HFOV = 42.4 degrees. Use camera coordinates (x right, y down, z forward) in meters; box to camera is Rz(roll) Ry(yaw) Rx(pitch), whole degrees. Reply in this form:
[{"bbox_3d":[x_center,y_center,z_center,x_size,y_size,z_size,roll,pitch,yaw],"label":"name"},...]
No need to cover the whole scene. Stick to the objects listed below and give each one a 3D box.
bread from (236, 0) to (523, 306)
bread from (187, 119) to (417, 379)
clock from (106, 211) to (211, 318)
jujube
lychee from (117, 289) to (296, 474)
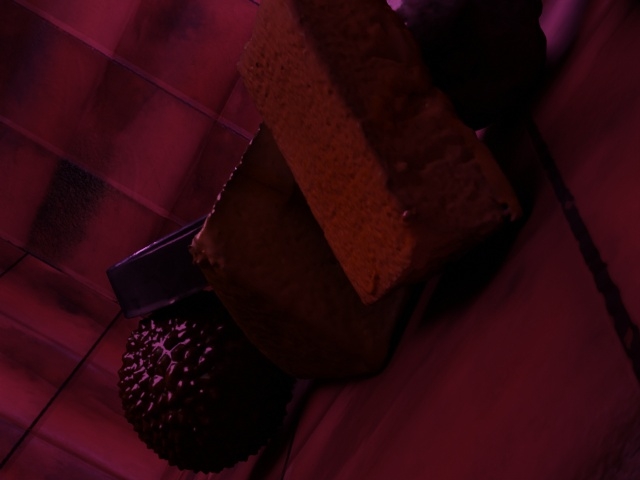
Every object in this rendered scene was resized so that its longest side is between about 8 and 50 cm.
[{"bbox_3d":[0.040,-0.096,0.725,0.114,0.275,0.185,-26,-9,-22],"label":"bread"},{"bbox_3d":[-0.030,0.027,0.979,0.233,0.245,0.361,-63,9,-22],"label":"bread"},{"bbox_3d":[-0.136,-0.010,1.224,0.386,0.076,0.386,-26,7,4],"label":"clock"},{"bbox_3d":[0.135,-0.233,0.916,0.226,0.226,0.317,-57,9,27],"label":"jujube"},{"bbox_3d":[-0.159,0.188,1.158,0.267,0.267,0.267,-59,5,8],"label":"lychee"}]
